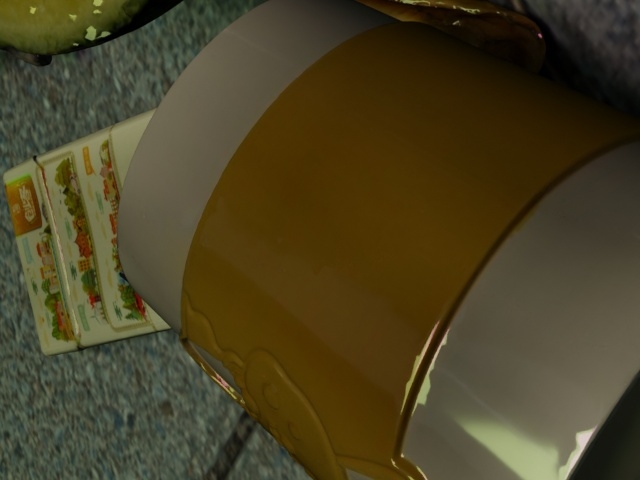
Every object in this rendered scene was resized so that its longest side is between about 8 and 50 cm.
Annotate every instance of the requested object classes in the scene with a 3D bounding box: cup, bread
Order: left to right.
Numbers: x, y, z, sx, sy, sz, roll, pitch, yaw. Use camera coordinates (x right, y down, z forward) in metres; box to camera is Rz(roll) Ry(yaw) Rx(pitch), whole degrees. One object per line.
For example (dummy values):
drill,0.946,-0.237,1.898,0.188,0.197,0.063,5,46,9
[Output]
bread,0.039,-0.076,0.762,0.132,0.053,0.074,23,118,44
cup,0.055,0.036,0.654,0.226,0.185,0.241,35,157,27

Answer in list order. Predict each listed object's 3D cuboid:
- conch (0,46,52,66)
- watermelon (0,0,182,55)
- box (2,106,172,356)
conch,-0.258,-0.231,1.030,0.313,0.186,0.241,60,153,-9
watermelon,-0.097,-0.261,0.782,0.331,0.189,0.330,22,126,34
box,-0.111,-0.005,0.994,0.220,0.032,0.122,-15,88,53
